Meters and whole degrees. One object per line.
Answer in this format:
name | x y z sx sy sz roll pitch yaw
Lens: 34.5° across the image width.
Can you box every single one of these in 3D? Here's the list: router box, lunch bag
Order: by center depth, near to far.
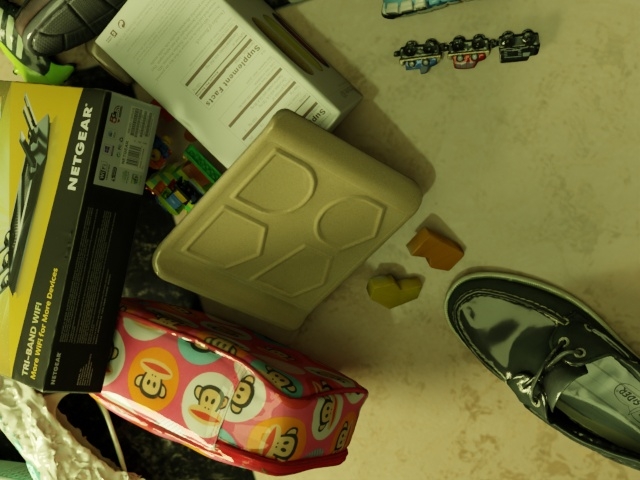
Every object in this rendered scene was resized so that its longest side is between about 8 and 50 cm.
router box | -0.308 -0.013 1.110 0.243 0.081 0.308 10 88 39
lunch bag | -0.101 0.155 1.155 0.293 0.258 0.120 21 94 27

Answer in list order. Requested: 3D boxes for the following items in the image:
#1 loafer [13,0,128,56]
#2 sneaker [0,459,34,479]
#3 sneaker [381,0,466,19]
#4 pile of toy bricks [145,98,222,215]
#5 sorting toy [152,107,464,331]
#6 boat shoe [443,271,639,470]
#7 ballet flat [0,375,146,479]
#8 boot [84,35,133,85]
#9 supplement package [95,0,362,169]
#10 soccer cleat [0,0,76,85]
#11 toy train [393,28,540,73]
loafer | -0.218 -0.324 1.134 0.303 0.109 0.095 -38 76 1
sneaker | -0.490 0.358 1.361 0.256 0.094 0.151 11 99 7
sneaker | 0.151 -0.292 1.088 0.191 0.071 0.082 -8 95 14
pile of toy bricks | -0.163 -0.070 1.202 0.105 0.118 0.212 -23 116 44
sorting toy | 0.000 0.000 1.128 0.307 0.041 0.229 26 117 -35
boat shoe | 0.283 0.156 1.138 0.340 0.113 0.127 39 108 1
ballet flat | -0.355 0.194 1.297 0.147 0.147 0.408 -30 98 17
boot | -0.241 -0.250 1.198 0.118 0.042 0.087 42 99 -8
supplement package | -0.094 -0.186 1.127 0.244 0.139 0.134 44 110 -2
soccer cleat | -0.360 -0.255 1.216 0.072 0.060 0.179 -35 100 9
toy train | 0.159 -0.205 1.128 0.158 0.027 0.036 -3 113 12
